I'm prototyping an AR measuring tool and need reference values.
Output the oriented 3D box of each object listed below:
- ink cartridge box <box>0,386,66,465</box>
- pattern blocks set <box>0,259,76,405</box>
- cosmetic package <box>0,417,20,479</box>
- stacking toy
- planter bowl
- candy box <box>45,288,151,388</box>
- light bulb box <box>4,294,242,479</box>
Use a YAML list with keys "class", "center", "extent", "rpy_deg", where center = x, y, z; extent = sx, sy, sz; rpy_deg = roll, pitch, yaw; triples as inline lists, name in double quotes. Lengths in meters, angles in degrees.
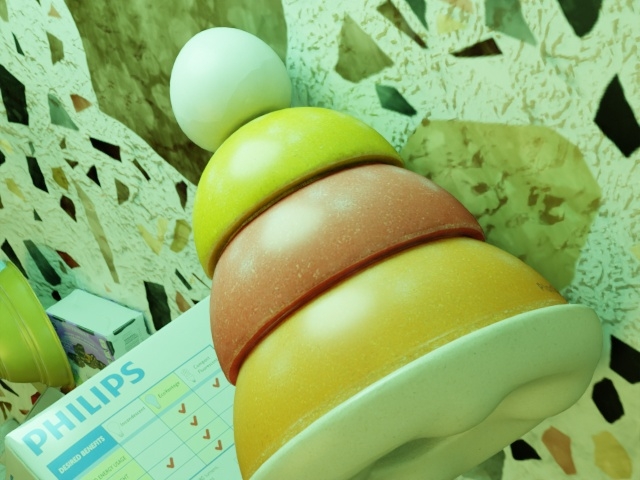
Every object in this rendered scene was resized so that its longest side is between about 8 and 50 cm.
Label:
- class: "ink cartridge box"
  center: [-0.437, 0.351, 2.005]
  extent: [0.160, 0.093, 0.219]
  rpy_deg: [34, 146, -7]
- class: "pattern blocks set"
  center: [-0.498, 0.177, 2.013]
  extent: [0.285, 0.026, 0.325]
  rpy_deg: [47, 146, 7]
- class: "cosmetic package"
  center: [-0.570, 0.569, 2.290]
  extent: [0.385, 0.217, 0.156]
  rpy_deg: [50, 146, 2]
- class: "stacking toy"
  center: [0.000, 0.000, 1.096]
  extent: [0.480, 0.350, 0.351]
  rpy_deg: [61, 150, 22]
- class: "planter bowl"
  center: [-0.461, 0.145, 1.790]
  extent: [0.217, 0.090, 0.217]
  rpy_deg: [49, 155, 32]
- class: "candy box"
  center: [-0.304, 0.185, 1.750]
  extent: [0.164, 0.070, 0.196]
  rpy_deg: [14, 130, 44]
- class: "light bulb box"
  center: [-0.115, 0.302, 1.376]
  extent: [0.361, 0.358, 0.225]
  rpy_deg: [41, 142, 19]
